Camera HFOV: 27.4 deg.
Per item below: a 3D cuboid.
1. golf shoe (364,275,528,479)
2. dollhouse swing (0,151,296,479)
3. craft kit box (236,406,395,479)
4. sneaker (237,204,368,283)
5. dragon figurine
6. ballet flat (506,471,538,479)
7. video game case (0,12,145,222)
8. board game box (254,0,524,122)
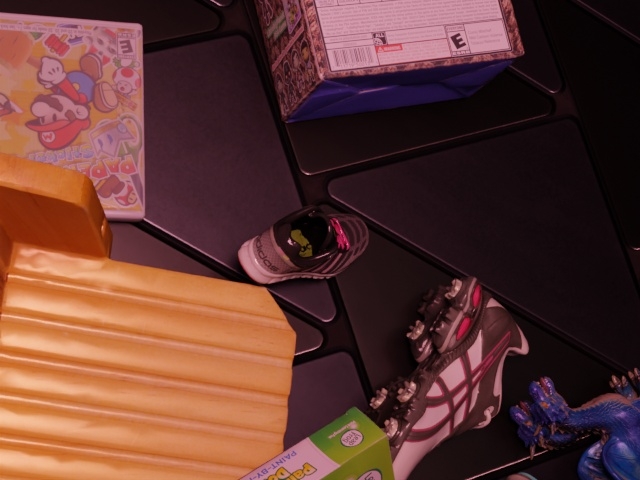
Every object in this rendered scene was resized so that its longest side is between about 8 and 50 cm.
[{"bbox_3d":[0.120,0.168,1.323,0.120,0.105,0.273,38,68,-15],"label":"golf shoe"},{"bbox_3d":[-0.178,0.140,1.139,0.304,0.315,0.347,7,74,-1],"label":"dollhouse swing"},{"bbox_3d":[-0.035,0.307,1.178,0.246,0.061,0.250,-32,132,-24],"label":"craft kit box"},{"bbox_3d":[0.000,0.000,1.313,0.170,0.075,0.063,-11,73,-46],"label":"sneaker"},{"bbox_3d":[0.328,0.236,1.384,0.289,0.085,0.144,47,67,-3],"label":"dragon figurine"},{"bbox_3d":[0.242,0.324,1.281,0.068,0.072,0.213,-42,94,-25],"label":"ballet flat"},{"bbox_3d":[-0.286,-0.123,1.292,0.226,0.026,0.206,2,77,-19],"label":"video game case"},{"bbox_3d":[0.052,-0.294,1.387,0.232,0.141,0.291,-9,80,-21],"label":"board game box"}]
